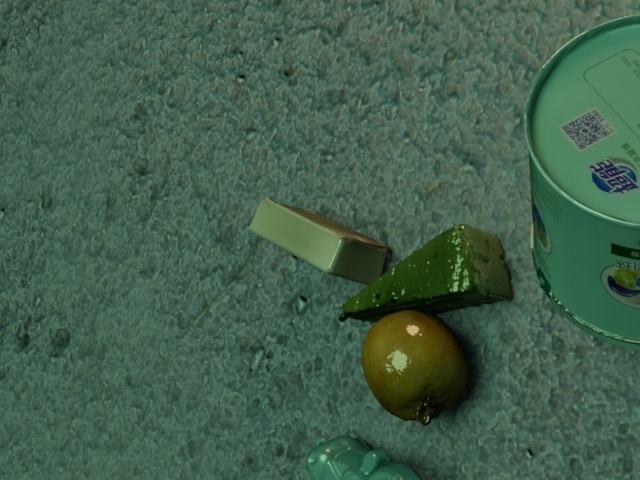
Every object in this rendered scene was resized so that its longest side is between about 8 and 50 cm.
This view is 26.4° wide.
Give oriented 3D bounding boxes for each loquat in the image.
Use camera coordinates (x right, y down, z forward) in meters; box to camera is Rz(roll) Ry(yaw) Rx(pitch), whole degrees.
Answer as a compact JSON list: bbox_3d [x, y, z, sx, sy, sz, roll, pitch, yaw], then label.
[{"bbox_3d":[0.125,0.167,1.813,0.163,0.137,0.163,164,90,-78],"label":"loquat"}]

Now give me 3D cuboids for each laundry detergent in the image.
[{"bbox_3d":[0.374,-0.046,1.511,0.287,0.305,0.287,-5,55,8],"label":"laundry detergent"}]

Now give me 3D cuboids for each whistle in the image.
[{"bbox_3d":[0.080,0.354,1.849,0.274,0.093,0.186,40,133,36],"label":"whistle"}]

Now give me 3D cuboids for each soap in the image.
[{"bbox_3d":[0.000,0.000,1.975,0.183,0.121,0.064,27,98,42],"label":"soap"}]

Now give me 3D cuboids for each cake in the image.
[{"bbox_3d":[0.136,0.052,1.860,0.235,0.100,0.099,-15,69,37],"label":"cake"}]
